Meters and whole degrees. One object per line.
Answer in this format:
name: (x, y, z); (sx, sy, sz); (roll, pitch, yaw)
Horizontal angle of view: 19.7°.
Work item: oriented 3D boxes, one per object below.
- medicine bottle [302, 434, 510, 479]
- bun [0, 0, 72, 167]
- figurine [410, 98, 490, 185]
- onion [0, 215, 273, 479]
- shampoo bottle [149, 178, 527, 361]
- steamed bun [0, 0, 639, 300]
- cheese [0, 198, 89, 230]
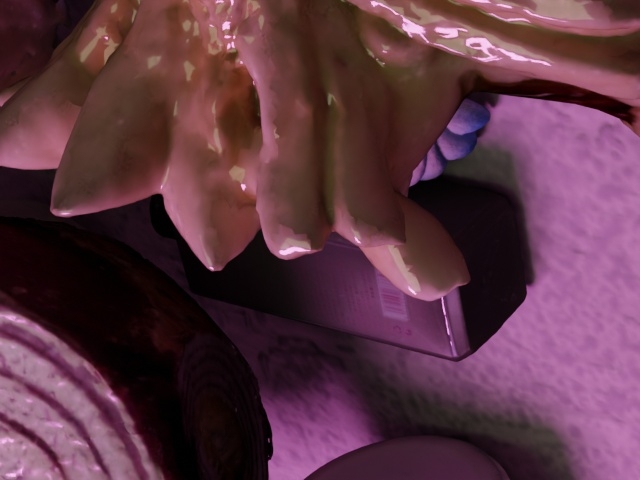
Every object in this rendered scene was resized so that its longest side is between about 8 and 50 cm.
medicine bottle: (0.080, 0.287, 1.218); (0.170, 0.170, 0.293); (7, 128, 39)
bun: (-0.261, -0.143, 1.117); (0.205, 0.281, 0.281); (-19, 115, 4)
figurine: (0.031, -0.065, 1.038); (0.114, 0.079, 0.114); (5, 154, 2)
onion: (-0.162, 0.136, 1.157); (0.282, 0.260, 0.337); (-22, 95, 22)
shampoo bottle: (0.000, 0.000, 1.113); (0.246, 0.079, 0.080); (13, 129, 35)
steamed bun: (-0.017, -0.099, 0.889); (0.428, 0.247, 0.189); (21, 111, 22)
cheese: (-0.265, 0.052, 1.322); (0.189, 0.198, 0.154); (-11, 83, 61)
